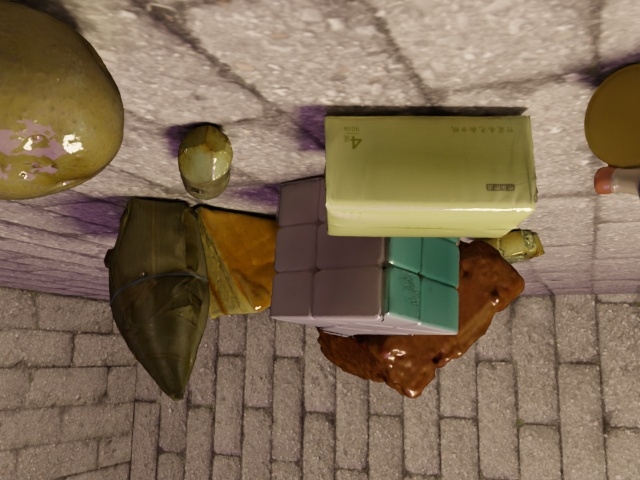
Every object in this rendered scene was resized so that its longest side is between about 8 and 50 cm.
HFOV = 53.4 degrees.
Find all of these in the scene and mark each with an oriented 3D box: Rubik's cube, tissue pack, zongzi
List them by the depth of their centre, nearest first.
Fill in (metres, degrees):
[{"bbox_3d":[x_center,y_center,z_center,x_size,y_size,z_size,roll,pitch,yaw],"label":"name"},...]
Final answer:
[{"bbox_3d":[0.120,-0.071,0.758,0.234,0.125,0.159,0,170,0],"label":"tissue pack"},{"bbox_3d":[0.076,0.032,1.013,0.221,0.224,0.231,-6,163,38],"label":"Rubik's cube"},{"bbox_3d":[-0.285,0.174,1.160,0.174,0.393,0.356,-6,145,-17],"label":"zongzi"}]

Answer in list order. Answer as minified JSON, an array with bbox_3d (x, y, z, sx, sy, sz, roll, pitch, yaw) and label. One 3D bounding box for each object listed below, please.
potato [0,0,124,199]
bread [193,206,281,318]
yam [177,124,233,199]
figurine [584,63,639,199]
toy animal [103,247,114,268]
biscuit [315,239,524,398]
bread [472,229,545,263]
[{"bbox_3d":[-0.268,-0.112,0.520,0.235,0.160,0.178,8,148,19],"label":"potato"},{"bbox_3d":[-0.098,-0.005,1.358,0.362,0.245,0.233,-28,-174,-33],"label":"bread"},{"bbox_3d":[-0.149,-0.095,0.817,0.070,0.069,0.146,3,171,-9],"label":"yam"},{"bbox_3d":[0.391,-0.085,0.625,0.275,0.158,0.161,9,131,-36],"label":"figurine"},{"bbox_3d":[-0.346,0.032,1.411,0.214,0.093,0.186,28,-158,11],"label":"toy animal"},{"bbox_3d":[0.173,0.132,1.308,0.342,0.166,0.395,-43,-165,-19],"label":"biscuit"},{"bbox_3d":[0.408,0.018,1.394,0.117,0.064,0.156,4,170,-25],"label":"bread"}]
